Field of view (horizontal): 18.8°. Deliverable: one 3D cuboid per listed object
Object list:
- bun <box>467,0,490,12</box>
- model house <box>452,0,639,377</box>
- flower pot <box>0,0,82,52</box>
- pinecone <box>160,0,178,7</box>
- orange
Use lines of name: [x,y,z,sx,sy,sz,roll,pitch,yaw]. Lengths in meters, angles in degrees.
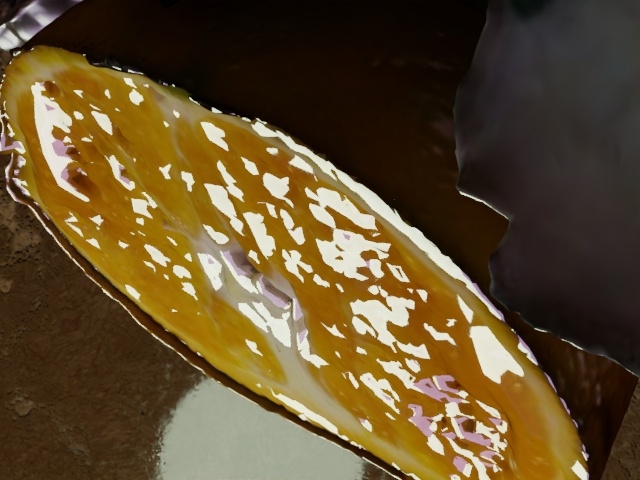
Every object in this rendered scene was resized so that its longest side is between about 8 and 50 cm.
bun: [0.092,-0.150,0.981,0.293,0.187,0.293,20,-173,-3]
model house: [0.247,-0.051,0.673,0.298,0.243,0.284,27,-163,37]
flower pot: [-0.183,-0.191,0.988,0.267,0.267,0.266,20,-177,-43]
pinecone: [-0.071,-0.194,0.743,0.204,0.179,0.184,35,155,-25]
orange: [0.004,0.001,0.851,0.274,0.274,0.310,16,-152,-29]
